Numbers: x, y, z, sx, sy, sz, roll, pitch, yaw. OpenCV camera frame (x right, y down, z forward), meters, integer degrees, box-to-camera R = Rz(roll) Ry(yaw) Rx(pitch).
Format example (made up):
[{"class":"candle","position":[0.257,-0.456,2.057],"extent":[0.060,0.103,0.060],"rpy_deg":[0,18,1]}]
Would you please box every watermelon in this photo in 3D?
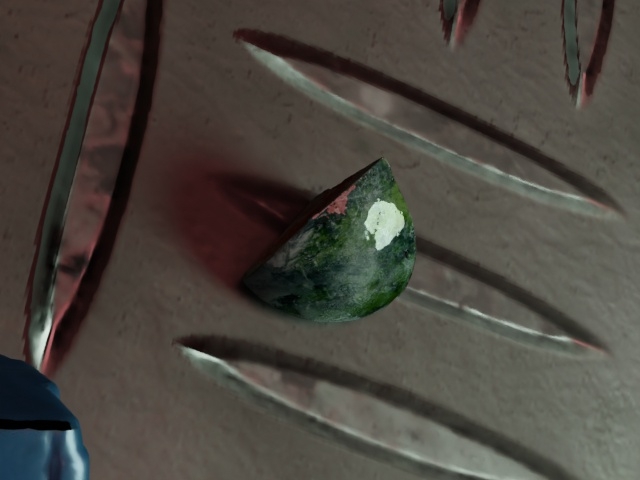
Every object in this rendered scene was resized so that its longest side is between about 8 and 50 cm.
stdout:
[{"class":"watermelon","position":[0.000,0.000,0.791],"extent":[0.085,0.085,0.061],"rpy_deg":[13,25,-27]}]

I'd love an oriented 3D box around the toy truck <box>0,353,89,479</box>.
[{"class":"toy truck","position":[-0.266,0.100,0.503],"extent":[0.385,0.161,0.162],"rpy_deg":[-1,103,-32]}]
